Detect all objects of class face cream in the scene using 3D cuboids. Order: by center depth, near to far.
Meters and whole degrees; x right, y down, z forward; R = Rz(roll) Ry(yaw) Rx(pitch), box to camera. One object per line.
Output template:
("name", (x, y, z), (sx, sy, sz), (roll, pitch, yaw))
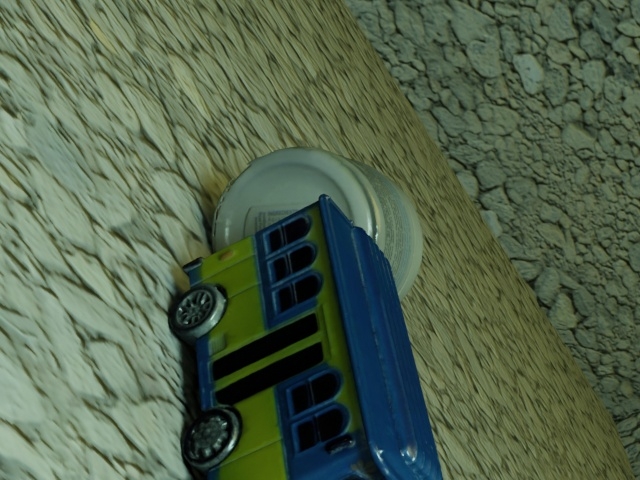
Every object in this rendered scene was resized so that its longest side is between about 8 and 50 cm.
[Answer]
("face cream", (0.000, 0.000, 1.250), (0.177, 0.177, 0.153), (66, 17, 14))

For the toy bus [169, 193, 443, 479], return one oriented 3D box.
("toy bus", (-0.009, 0.122, 1.011), (0.138, 0.175, 0.288), (50, 19, -41))
